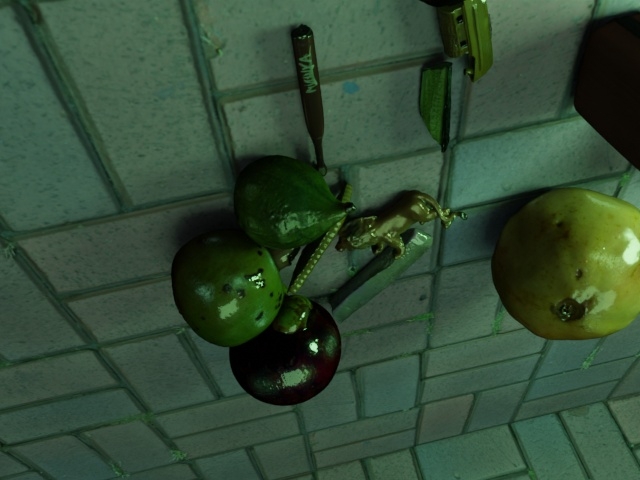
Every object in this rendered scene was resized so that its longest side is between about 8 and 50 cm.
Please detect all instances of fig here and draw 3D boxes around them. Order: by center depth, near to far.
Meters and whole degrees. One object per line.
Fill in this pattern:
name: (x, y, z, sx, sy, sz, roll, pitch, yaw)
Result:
fig: (-0.045, -0.064, 1.201, 0.203, 0.235, 0.203, -26, 126, -42)

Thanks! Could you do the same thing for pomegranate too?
pomegranate: (-0.176, 0.103, 1.357, 0.323, 0.290, 0.290, -9, 142, -19)
pomegranate: (0.646, 0.051, 1.501, 0.412, 0.411, 0.411, -9, 141, -7)

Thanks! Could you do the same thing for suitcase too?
suitcase: (0.645, -0.280, 1.136, 0.161, 0.297, 0.236, -21, 142, -5)

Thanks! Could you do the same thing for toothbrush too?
toothbrush: (-0.013, -0.254, 1.156, 0.041, 0.041, 0.364, -13, 142, -2)

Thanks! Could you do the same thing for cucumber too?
cucumber: (0.236, -0.277, 1.194, 0.046, 0.070, 0.220, -45, 149, -26)

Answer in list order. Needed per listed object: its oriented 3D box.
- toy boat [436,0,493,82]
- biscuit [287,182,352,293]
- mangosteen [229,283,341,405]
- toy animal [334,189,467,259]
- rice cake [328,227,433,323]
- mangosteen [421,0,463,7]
toy boat: (0.263, -0.381, 1.073, 0.088, 0.068, 0.226, -17, 145, 10)
biscuit: (0.000, 0.000, 1.357, 0.029, 0.172, 0.254, 28, 125, -8)
mangosteen: (-0.106, 0.269, 1.565, 0.306, 0.306, 0.359, -19, 131, 5)
toy animal: (0.181, -0.042, 1.439, 0.312, 0.097, 0.157, -32, 133, 18)
rice cake: (0.152, 0.096, 1.619, 0.070, 0.064, 0.399, 26, 127, -28)
mangosteen: (0.187, -0.459, 0.856, 0.216, 0.216, 0.216, -9, 141, -7)
